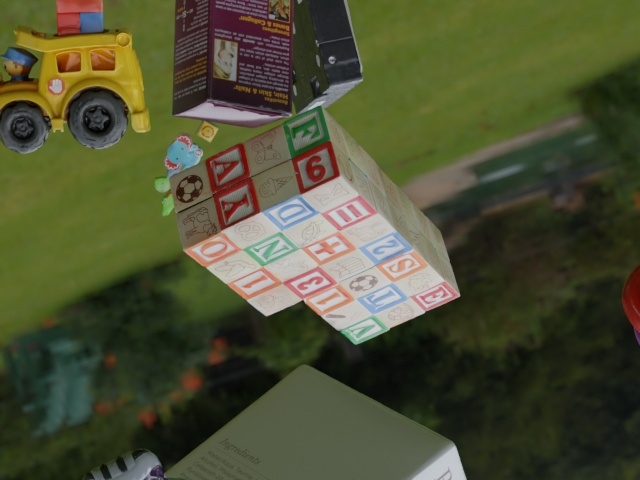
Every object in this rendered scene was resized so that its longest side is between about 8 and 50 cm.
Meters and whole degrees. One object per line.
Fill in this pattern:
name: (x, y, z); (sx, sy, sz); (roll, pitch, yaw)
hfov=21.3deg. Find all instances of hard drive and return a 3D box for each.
hard drive: (-0.027, -0.374, 2.541); (0.064, 0.338, 0.237); (-15, 177, -14)

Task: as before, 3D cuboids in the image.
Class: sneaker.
sneaker: (-0.136, 0.247, 1.410); (0.083, 0.098, 0.223); (-28, 158, 1)

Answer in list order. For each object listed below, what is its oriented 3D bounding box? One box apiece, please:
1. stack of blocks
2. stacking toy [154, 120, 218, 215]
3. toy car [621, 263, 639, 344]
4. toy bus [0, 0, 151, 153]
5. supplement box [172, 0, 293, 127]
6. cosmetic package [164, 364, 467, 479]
stack of blocks: (0.000, 0.000, 1.706); (0.171, 0.087, 0.297); (-25, 146, 16)
stacking toy: (-0.166, -0.147, 2.262); (0.221, 0.052, 0.167); (-60, -169, 6)
toy car: (0.329, 0.060, 1.451); (0.136, 0.159, 0.182); (-7, 148, 24)
toy bus: (-0.337, -0.224, 2.200); (0.220, 0.211, 0.149); (-5, -167, -5)
supplement box: (-0.091, -0.220, 1.784); (0.104, 0.188, 0.081); (7, 169, -33)
cosmetic package: (-0.020, 0.445, 2.318); (0.394, 0.329, 0.327); (-38, -143, -25)
